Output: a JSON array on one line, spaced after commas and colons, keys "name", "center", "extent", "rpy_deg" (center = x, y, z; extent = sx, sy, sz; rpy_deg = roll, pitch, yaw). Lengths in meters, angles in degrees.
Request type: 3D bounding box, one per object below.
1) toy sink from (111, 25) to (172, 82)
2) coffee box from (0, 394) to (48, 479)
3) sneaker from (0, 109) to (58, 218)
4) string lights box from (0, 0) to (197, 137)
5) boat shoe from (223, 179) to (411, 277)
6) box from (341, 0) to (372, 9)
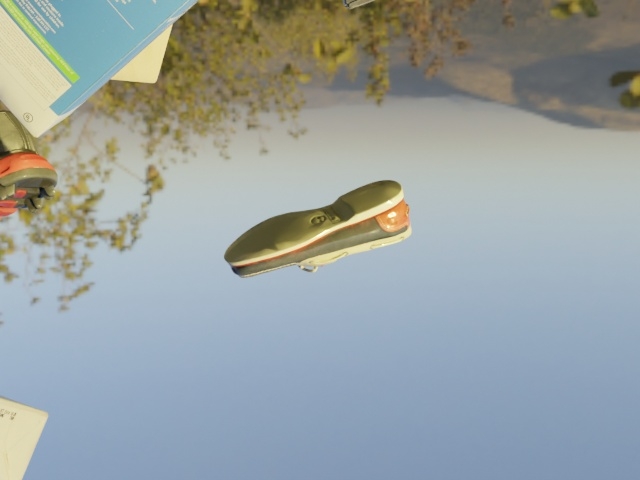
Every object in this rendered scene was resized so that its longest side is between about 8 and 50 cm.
[{"name": "toy sink", "center": [-0.322, -0.385, 1.461], "extent": [0.131, 0.152, 0.234], "rpy_deg": [0, -135, -28]}, {"name": "coffee box", "center": [-0.416, 0.165, 0.888], "extent": [0.247, 0.098, 0.141], "rpy_deg": [15, 165, 19]}, {"name": "sneaker", "center": [-0.429, -0.062, 1.085], "extent": [0.276, 0.135, 0.098], "rpy_deg": [-29, 166, 28]}, {"name": "string lights box", "center": [-0.181, -0.216, 0.749], "extent": [0.260, 0.133, 0.076], "rpy_deg": [-34, -166, 23]}, {"name": "boat shoe", "center": [0.000, 0.000, 0.654], "extent": [0.137, 0.043, 0.049], "rpy_deg": [-21, -145, -6]}, {"name": "box", "center": [0.117, -0.460, 0.890], "extent": [0.318, 0.394, 0.097], "rpy_deg": [-20, -134, -1]}]
